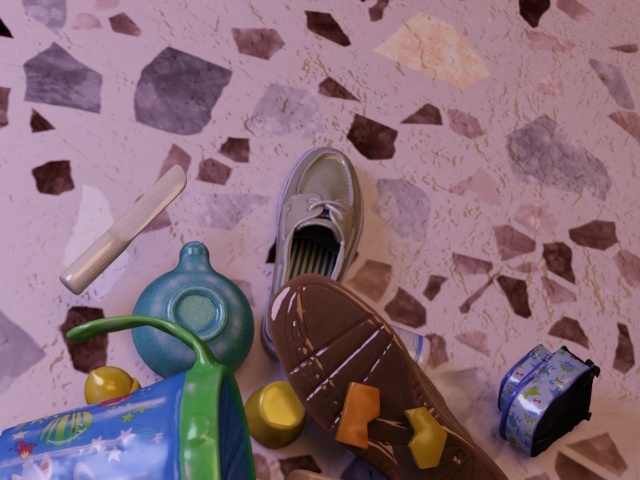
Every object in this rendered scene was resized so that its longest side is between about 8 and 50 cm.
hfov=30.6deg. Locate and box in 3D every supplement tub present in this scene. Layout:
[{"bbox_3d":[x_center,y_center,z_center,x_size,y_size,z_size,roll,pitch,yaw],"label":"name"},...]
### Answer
[{"bbox_3d":[0.065,0.127,1.326,0.107,0.071,0.071,21,54,-4],"label":"supplement tub"}]

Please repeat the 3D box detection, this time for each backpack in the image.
[{"bbox_3d":[0.250,0.184,1.332,0.084,0.105,0.114,31,51,32],"label":"backpack"}]

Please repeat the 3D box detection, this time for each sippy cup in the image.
[{"bbox_3d":[-0.181,0.242,1.074,0.224,0.240,0.305,-7,45,3],"label":"sippy cup"}]

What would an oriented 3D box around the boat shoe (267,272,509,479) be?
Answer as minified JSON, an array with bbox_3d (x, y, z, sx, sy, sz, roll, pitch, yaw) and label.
[{"bbox_3d":[0.067,0.181,1.243,0.122,0.110,0.341,-39,89,-3],"label":"boat shoe"}]

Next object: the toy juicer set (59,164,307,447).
[{"bbox_3d":[-0.170,0.104,1.262,0.209,0.089,0.329,-25,77,-19],"label":"toy juicer set"}]

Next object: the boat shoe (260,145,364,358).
[{"bbox_3d":[0.000,0.000,1.374,0.109,0.094,0.302,15,55,-8],"label":"boat shoe"}]

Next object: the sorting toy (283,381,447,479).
[{"bbox_3d":[0.062,0.310,1.163,0.229,0.041,0.307,16,80,-5],"label":"sorting toy"}]
